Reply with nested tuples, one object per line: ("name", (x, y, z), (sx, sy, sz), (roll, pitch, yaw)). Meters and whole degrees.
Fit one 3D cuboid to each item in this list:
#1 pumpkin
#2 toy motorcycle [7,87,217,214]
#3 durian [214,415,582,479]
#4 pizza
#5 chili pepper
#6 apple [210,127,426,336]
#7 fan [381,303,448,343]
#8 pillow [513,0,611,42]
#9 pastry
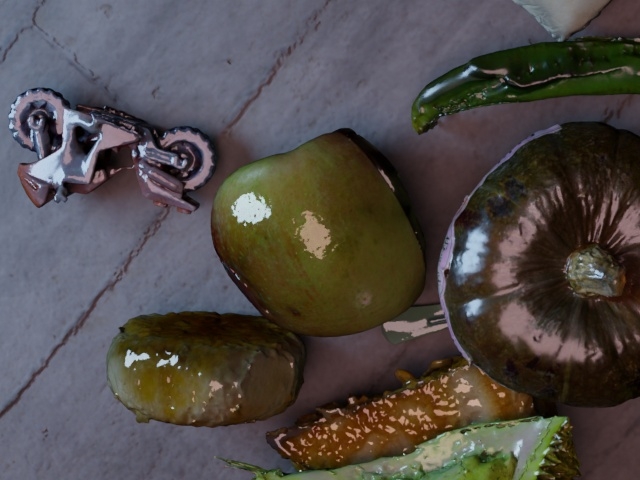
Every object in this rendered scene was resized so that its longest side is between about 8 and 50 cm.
("pumpkin", (0.239, 0.028, 1.587), (0.260, 0.189, 0.260), (0, 94, 1))
("toy motorcycle", (-0.211, -0.075, 1.738), (0.212, 0.084, 0.118), (15, 99, 4))
("durian", (0.087, 0.271, 1.686), (0.351, 0.158, 0.169), (-12, 68, 15))
("pizza", (0.115, 0.239, 1.745), (0.287, 0.074, 0.251), (-17, 99, 18))
("chili pepper", (0.255, -0.150, 1.609), (0.359, 0.085, 0.076), (-4, 93, 15))
("apple", (0.000, 0.000, 1.668), (0.207, 0.174, 0.188), (-18, 97, 33))
("fan", (0.151, 0.068, 1.723), (0.193, 0.016, 0.038), (-13, 99, 16))
("pillow", (0.181, -0.292, 1.606), (0.229, 0.051, 0.128), (39, 106, 1))
("pastry", (-0.111, 0.127, 1.712), (0.192, 0.182, 0.093), (4, 99, 12))
